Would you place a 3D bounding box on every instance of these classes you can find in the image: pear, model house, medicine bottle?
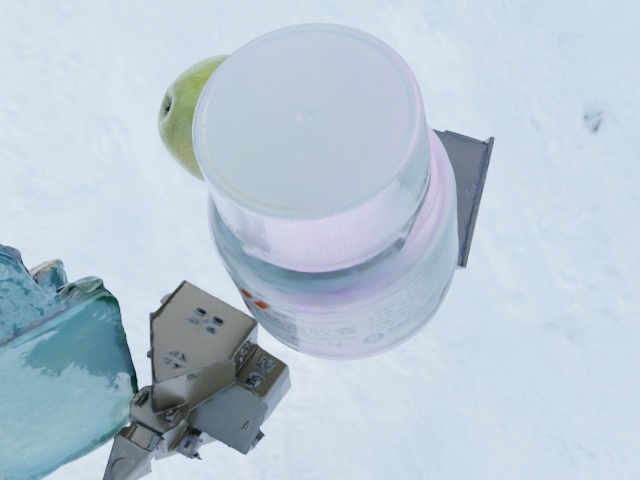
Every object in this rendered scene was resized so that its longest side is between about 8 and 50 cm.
[{"bbox_3d":[-0.142,-0.179,1.477,0.198,0.198,0.198,-1,84,8],"label":"pear"},{"bbox_3d":[-0.162,0.210,1.139,0.176,0.181,0.248,26,52,14],"label":"model house"},{"bbox_3d":[-0.381,0.112,1.157,0.230,0.280,0.249,-28,53,-25],"label":"model house"},{"bbox_3d":[0.010,-0.039,0.944,0.241,0.302,0.241,-4,63,8],"label":"medicine bottle"}]

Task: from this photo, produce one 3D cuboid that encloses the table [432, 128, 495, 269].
[{"bbox_3d":[0.071,-0.076,1.464,0.282,0.250,0.196,15,83,-8],"label":"table"}]
